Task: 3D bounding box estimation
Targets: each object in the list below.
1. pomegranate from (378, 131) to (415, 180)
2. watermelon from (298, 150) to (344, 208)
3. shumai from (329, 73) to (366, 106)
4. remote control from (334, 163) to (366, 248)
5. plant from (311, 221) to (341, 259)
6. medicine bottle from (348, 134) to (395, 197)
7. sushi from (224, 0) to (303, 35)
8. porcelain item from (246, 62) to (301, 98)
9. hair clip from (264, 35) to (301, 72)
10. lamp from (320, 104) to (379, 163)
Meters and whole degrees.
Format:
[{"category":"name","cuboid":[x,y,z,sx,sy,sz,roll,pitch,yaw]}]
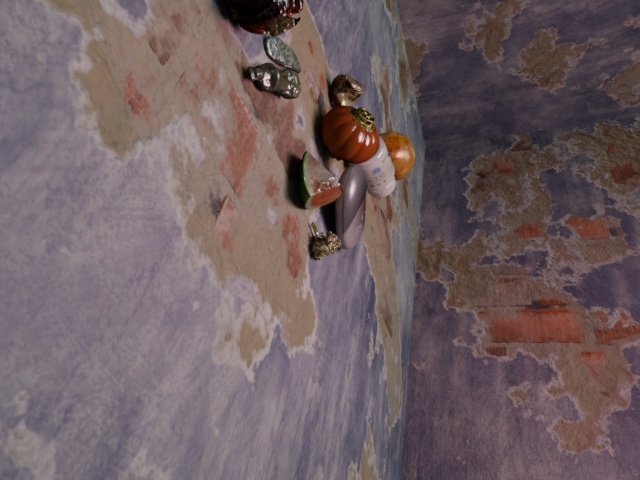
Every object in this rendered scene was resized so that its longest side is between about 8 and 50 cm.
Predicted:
[{"category":"pomegranate","cuboid":[0.340,-0.405,2.219,0.248,0.248,0.248,-4,90,-69]},{"category":"watermelon","cuboid":[-0.022,-0.188,1.430,0.146,0.128,0.231,60,3,8]},{"category":"shumai","cuboid":[0.098,-0.549,1.758,0.145,0.145,0.116,35,65,-64]},{"category":"remote control","cuboid":[0.109,-0.117,1.668,0.221,0.103,0.332,-67,159,-45]},{"category":"plant","cuboid":[0.000,0.000,1.492,0.122,0.104,0.116,54,-17,1]},{"category":"medicine bottle","cuboid":[0.221,-0.310,1.960,0.293,0.170,0.170,50,41,-58]},{"category":"sushi","cuboid":[-0.118,-0.628,1.114,0.182,0.196,0.343,52,38,-44]},{"category":"porcelain item","cuboid":[-0.130,-0.434,1.234,0.216,0.069,0.081,-16,105,-64]},{"category":"hair clip","cuboid":[-0.098,-0.537,1.361,0.229,0.036,0.066,-2,94,-69]},{"category":"lamp","cuboid":[0.102,-0.371,1.628,0.223,0.196,0.223,27,38,-24]}]
